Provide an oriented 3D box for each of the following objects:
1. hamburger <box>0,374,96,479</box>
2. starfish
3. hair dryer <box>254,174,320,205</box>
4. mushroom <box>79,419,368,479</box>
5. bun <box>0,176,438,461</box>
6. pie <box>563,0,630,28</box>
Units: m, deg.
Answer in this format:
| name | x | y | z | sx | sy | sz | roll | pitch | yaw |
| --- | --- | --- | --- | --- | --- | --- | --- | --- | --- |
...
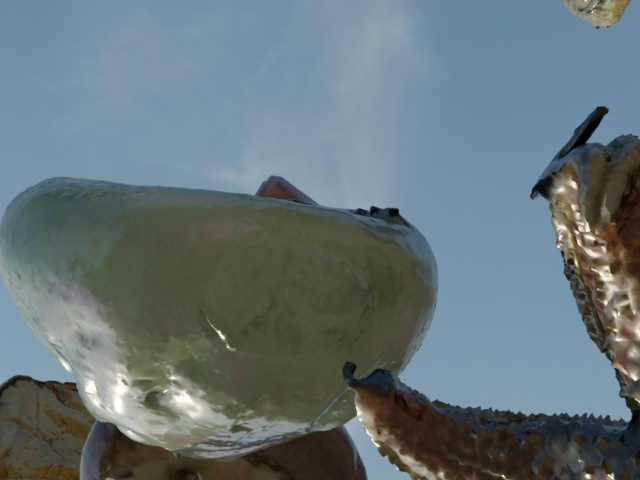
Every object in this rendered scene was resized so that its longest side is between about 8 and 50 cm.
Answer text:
| name | x | y | z | sx | sy | sz | roll | pitch | yaw |
| --- | --- | --- | --- | --- | --- | --- | --- | --- | --- |
| hamburger | -0.352 | 0.308 | 1.254 | 0.260 | 0.283 | 0.144 | 23 | -70 | -11 |
| starfish | 0.175 | 0.081 | 0.372 | 0.303 | 0.312 | 0.113 | 57 | -153 | -4 |
| hair dryer | 0.000 | 0.000 | 1.283 | 0.210 | 0.352 | 0.125 | 37 | -101 | -6 |
| mushroom | -0.082 | 0.243 | 0.811 | 0.267 | 0.267 | 0.254 | 28 | -130 | -36 |
| bun | -0.069 | 0.058 | 0.646 | 0.293 | 0.293 | 0.187 | 5 | -91 | -35 |
| pie | 0.406 | -0.473 | 1.352 | 0.083 | 0.339 | 0.339 | 5 | -77 | -1 |
